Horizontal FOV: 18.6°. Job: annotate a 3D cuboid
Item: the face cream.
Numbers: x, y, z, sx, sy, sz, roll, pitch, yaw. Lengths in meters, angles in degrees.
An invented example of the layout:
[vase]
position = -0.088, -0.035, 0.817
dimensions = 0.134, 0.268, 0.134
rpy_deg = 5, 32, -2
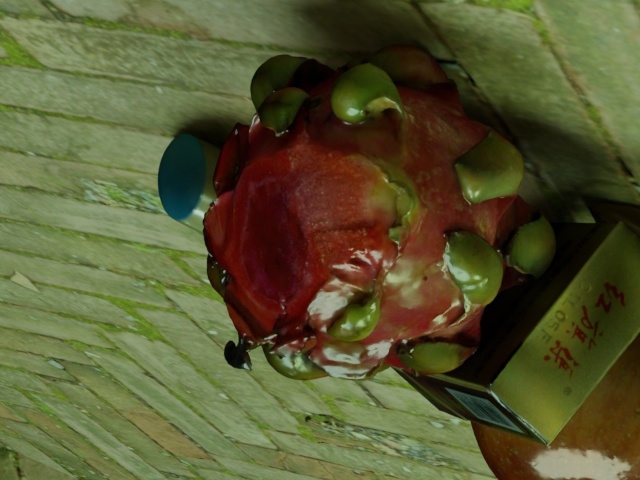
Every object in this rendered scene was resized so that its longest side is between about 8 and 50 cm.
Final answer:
[face cream]
position = 0.000, 0.000, 1.592
dimensions = 0.285, 0.067, 0.139
rpy_deg = 26, -167, -9

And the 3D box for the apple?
[apple]
position = 0.236, 0.144, 1.610
dimensions = 0.235, 0.173, 0.210
rpy_deg = 10, 157, 25

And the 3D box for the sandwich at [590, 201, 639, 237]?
[sandwich]
position = 0.294, 0.010, 1.439
dimensions = 0.163, 0.113, 0.079
rpy_deg = 51, 177, 32

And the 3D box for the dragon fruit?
[dragon fruit]
position = 0.028, -0.014, 1.362
dimensions = 0.243, 0.227, 0.307
rpy_deg = 4, 173, -25

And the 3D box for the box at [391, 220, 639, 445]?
[box]
position = 0.150, 0.059, 1.426
dimensions = 0.071, 0.159, 0.240
rpy_deg = 40, 172, -12
